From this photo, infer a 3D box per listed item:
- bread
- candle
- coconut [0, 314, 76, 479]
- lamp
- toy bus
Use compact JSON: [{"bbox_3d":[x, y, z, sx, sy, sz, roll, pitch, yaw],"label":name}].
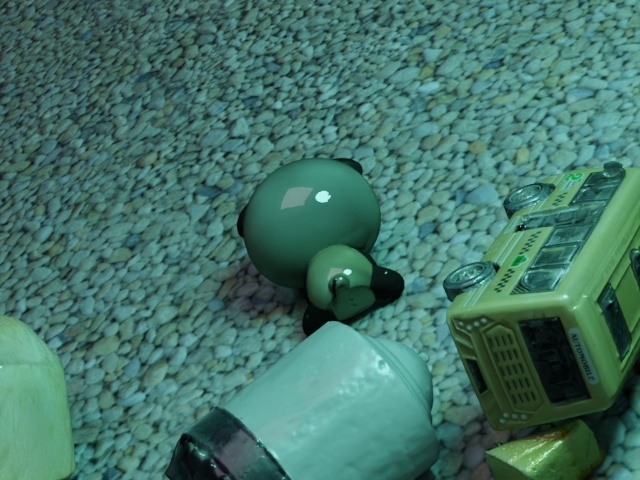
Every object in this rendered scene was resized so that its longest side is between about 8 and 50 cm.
[{"bbox_3d":[0.248,0.236,1.801,0.109,0.084,0.080,-42,37,-17],"label":"bread"},{"bbox_3d":[0.005,0.226,1.876,0.342,0.221,0.221,-39,35,-14],"label":"candle"},{"bbox_3d":[-0.464,0.261,2.138,0.328,0.329,0.329,-19,35,14],"label":"coconut"},{"bbox_3d":[0.000,0.000,2.228,0.197,0.198,0.244,-28,57,1],"label":"lamp"},{"bbox_3d":[0.291,0.054,1.869,0.201,0.177,0.365,-12,22,33],"label":"toy bus"}]
